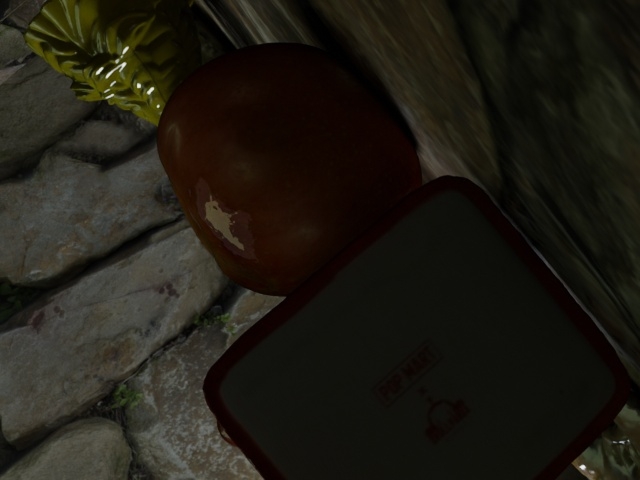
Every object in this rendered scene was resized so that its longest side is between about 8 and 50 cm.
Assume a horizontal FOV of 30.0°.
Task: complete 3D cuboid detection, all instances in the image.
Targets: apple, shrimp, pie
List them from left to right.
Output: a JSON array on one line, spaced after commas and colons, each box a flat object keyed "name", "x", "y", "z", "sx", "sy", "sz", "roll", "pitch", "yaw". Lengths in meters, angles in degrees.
[{"name": "pie", "x": -0.119, "y": -0.196, "z": 1.342, "sx": 0.185, "sy": 0.052, "sz": 0.218, "roll": 45, "pitch": -177, "yaw": -31}, {"name": "apple", "x": -0.017, "y": -0.044, "z": 0.721, "sx": 0.163, "sy": 0.139, "sz": 0.163, "roll": 60, "pitch": 173, "yaw": 13}, {"name": "shrimp", "x": 0.149, "y": 0.085, "z": 0.734, "sx": 0.251, "sy": 0.052, "sz": 0.144, "roll": 41, "pitch": 164, "yaw": 25}]

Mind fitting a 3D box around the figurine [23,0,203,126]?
[{"name": "figurine", "x": -0.121, "y": -0.113, "z": 1.144, "sx": 0.315, "sy": 0.168, "sz": 0.187, "roll": 52, "pitch": 151, "yaw": -2}]

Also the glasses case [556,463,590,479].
[{"name": "glasses case", "x": 0.241, "y": 0.271, "z": 0.960, "sx": 0.299, "sy": 0.114, "sz": 0.060, "roll": 53, "pitch": 163, "yaw": -17}]

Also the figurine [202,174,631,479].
[{"name": "figurine", "x": 0.031, "y": 0.092, "z": 0.702, "sx": 0.160, "sy": 0.183, "sz": 0.226, "roll": 51, "pitch": 165, "yaw": 0}]
